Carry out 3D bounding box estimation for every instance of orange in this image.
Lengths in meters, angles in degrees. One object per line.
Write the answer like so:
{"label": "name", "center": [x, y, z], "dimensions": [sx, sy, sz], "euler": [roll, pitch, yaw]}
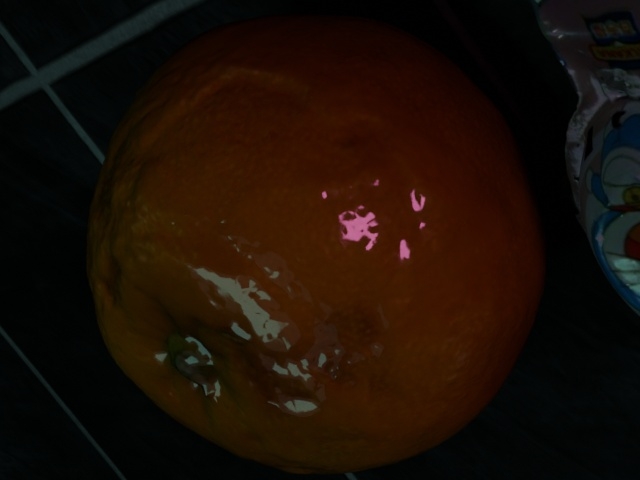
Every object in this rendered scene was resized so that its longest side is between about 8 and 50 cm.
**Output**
{"label": "orange", "center": [0.000, 0.000, 0.954], "dimensions": [0.261, 0.261, 0.261], "euler": [34, 151, 22]}

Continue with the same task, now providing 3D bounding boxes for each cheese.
{"label": "cheese", "center": [0.176, -0.037, 0.823], "dimensions": [0.189, 0.074, 0.286], "euler": [1, 128, 52]}

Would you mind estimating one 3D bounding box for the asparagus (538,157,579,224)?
{"label": "asparagus", "center": [0.121, 0.002, 1.015], "dimensions": [0.233, 0.022, 0.023], "euler": [110, 148, -63]}
